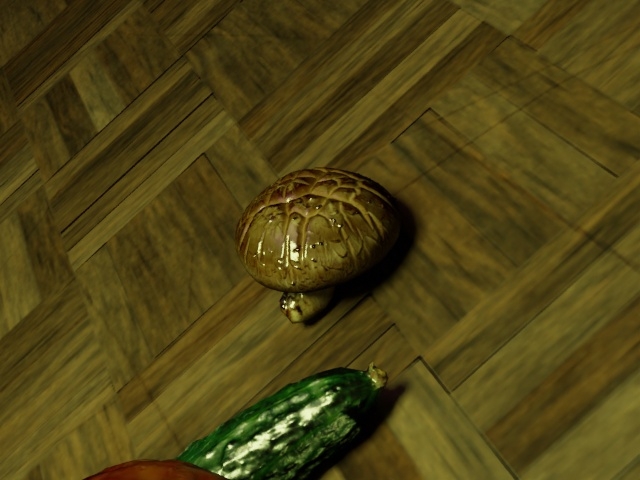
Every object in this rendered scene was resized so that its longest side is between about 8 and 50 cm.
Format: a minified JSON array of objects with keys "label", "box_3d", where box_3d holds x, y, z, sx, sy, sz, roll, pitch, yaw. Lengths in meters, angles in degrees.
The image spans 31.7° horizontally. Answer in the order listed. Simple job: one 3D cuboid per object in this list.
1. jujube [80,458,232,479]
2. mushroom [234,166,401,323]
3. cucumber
[{"label":"jujube","box_3d":[-0.097,0.250,0.484,0.223,0.223,0.318,-23,31,28]},{"label":"mushroom","box_3d":[-0.005,-0.006,0.754,0.109,0.085,0.126,-46,22,1]},{"label":"cucumber","box_3d":[-0.079,0.163,0.672,0.293,0.067,0.067,-40,34,4]}]
